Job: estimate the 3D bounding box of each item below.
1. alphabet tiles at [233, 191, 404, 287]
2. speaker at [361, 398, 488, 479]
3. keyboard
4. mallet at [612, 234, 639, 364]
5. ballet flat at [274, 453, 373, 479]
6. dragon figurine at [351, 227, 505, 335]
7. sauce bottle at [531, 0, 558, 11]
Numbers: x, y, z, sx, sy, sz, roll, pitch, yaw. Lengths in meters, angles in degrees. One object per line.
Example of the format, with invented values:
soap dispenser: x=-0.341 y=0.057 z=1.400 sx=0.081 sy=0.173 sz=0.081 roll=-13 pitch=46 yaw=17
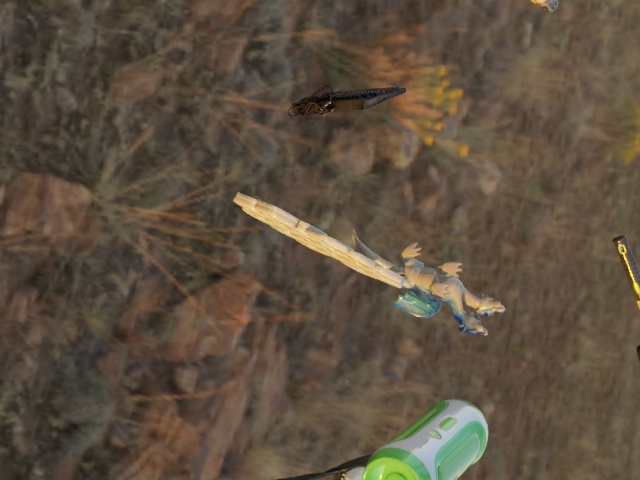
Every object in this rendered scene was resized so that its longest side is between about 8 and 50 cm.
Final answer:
alphabet tiles: x=0.000 y=0.000 z=1.693 sx=0.284 sy=0.278 sz=0.021 roll=29 pitch=85 yaw=-32
speaker: x=0.180 y=0.361 z=1.779 sx=0.296 sy=0.131 sz=0.131 roll=-20 pitch=118 yaw=-60
keyboard: x=0.024 y=-0.199 z=1.440 sx=0.100 sy=0.192 sz=0.038 roll=-26 pitch=107 yaw=-28
mallet: x=0.410 y=0.085 z=1.381 sx=0.190 sy=0.062 sz=0.039 roll=60 pitch=27 yaw=-8
ballet flat: x=0.028 y=0.466 z=1.955 sx=0.096 sy=0.280 sz=0.095 roll=-139 pitch=-145 yaw=-79
dragon figurine: x=0.175 y=0.079 z=1.848 sx=0.144 sy=0.289 sz=0.085 roll=76 pitch=37 yaw=-59
sauce bottle: x=0.361 y=-0.412 z=1.761 sx=0.128 sy=0.042 sz=0.042 roll=20 pitch=80 yaw=-61
